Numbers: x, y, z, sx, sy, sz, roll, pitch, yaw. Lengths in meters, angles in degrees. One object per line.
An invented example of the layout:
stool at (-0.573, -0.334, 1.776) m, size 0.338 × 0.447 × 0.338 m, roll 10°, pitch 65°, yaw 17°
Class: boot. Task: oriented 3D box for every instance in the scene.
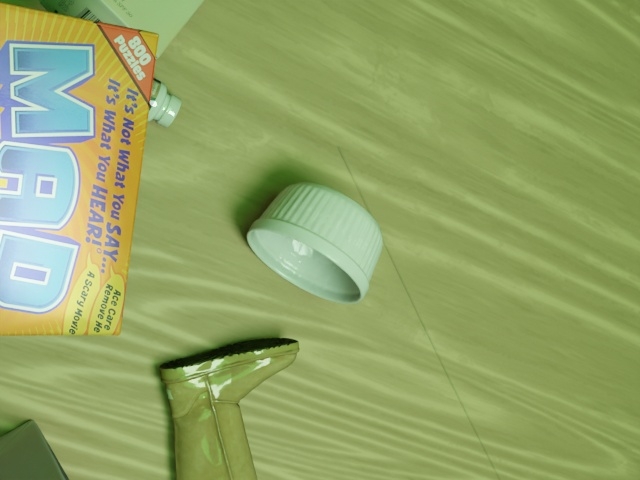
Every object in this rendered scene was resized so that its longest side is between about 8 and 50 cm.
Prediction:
boot at (-0.128, 0.303, 1.492) m, size 0.236 × 0.089 × 0.269 m, roll -12°, pitch 98°, yaw -12°

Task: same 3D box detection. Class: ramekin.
ramekin at (0.000, 0.000, 1.467) m, size 0.207 × 0.207 × 0.109 m, roll 40°, pitch 68°, yaw -23°

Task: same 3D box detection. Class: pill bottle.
pill bottle at (-0.271, -0.217, 1.391) m, size 0.120 × 0.067 × 0.067 m, roll 27°, pitch 82°, yaw -25°

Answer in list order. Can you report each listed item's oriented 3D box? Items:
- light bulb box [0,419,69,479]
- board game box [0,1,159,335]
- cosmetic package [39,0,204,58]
light bulb box at (-0.374, 0.479, 1.232) m, size 0.225 × 0.358 × 0.361 m, roll -28°, pitch 104°, yaw -19°
board game box at (-0.449, -0.101, 1.105) m, size 0.356 × 0.356 × 0.356 m, roll 4°, pitch 98°, yaw -37°
cosmetic package at (-0.230, -0.391, 1.320) m, size 0.160 × 0.113 × 0.309 m, roll 43°, pitch 56°, yaw -23°
